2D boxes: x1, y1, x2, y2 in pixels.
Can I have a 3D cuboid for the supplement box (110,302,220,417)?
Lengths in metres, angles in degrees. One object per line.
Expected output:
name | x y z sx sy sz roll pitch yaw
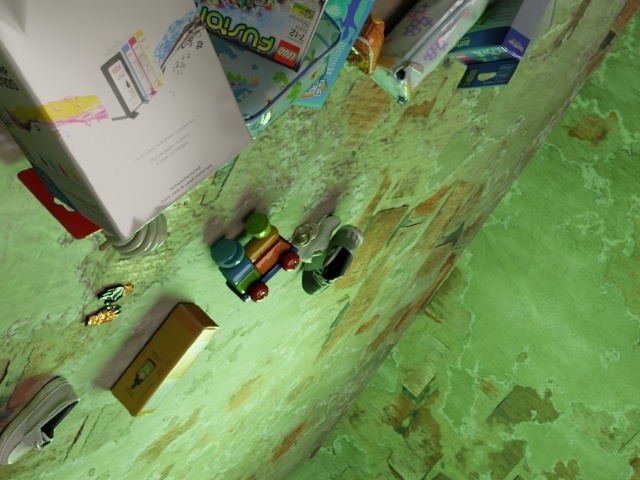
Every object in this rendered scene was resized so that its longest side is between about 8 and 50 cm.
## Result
supplement box | -0.307 0.236 1.383 0.233 0.078 0.080 -50 163 5

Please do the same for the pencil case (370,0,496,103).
pencil case | 0.198 -0.380 1.260 0.273 0.113 0.124 -48 -178 -4

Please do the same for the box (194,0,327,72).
box | -0.096 -0.274 0.742 0.036 0.207 0.114 -76 -170 -56

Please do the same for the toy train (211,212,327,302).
toy train | -0.098 -0.007 1.364 0.248 0.105 0.143 -45 146 -12

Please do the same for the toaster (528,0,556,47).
toaster | 0.407 -0.488 1.484 0.227 0.129 0.146 -39 154 -19

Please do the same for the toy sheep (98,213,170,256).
toy sheep | -0.267 -0.017 1.007 0.091 0.091 0.132 -54 154 14

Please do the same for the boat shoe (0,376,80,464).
boat shoe | -0.481 0.321 1.197 0.184 0.063 0.066 -48 160 -3

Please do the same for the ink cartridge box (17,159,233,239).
ink cartridge box | -0.230 -0.112 0.838 0.231 0.134 0.078 -35 156 -35

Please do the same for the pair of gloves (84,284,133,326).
pair of gloves | -0.350 0.108 1.162 0.074 0.010 0.083 -12 138 -58

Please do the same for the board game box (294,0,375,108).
board game box | -0.020 -0.299 1.018 0.160 0.047 0.210 -3 132 -46

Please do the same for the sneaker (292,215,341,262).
sneaker | 0.000 0.000 1.612 0.152 0.061 0.054 -40 156 -27

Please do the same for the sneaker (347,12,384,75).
sneaker | 0.079 -0.319 1.151 0.067 0.064 0.175 -56 -176 -3

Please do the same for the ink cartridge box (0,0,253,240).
ink cartridge box | -0.208 -0.156 0.642 0.168 0.171 0.233 -41 132 -23

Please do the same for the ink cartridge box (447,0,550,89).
ink cartridge box | 0.347 -0.435 1.303 0.311 0.065 0.186 -66 -158 1

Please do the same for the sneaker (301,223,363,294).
sneaker | 0.011 0.070 1.642 0.229 0.086 0.132 -55 -173 32

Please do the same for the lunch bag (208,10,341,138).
lunch bag | -0.096 -0.228 0.835 0.219 0.176 0.090 -49 179 -28
